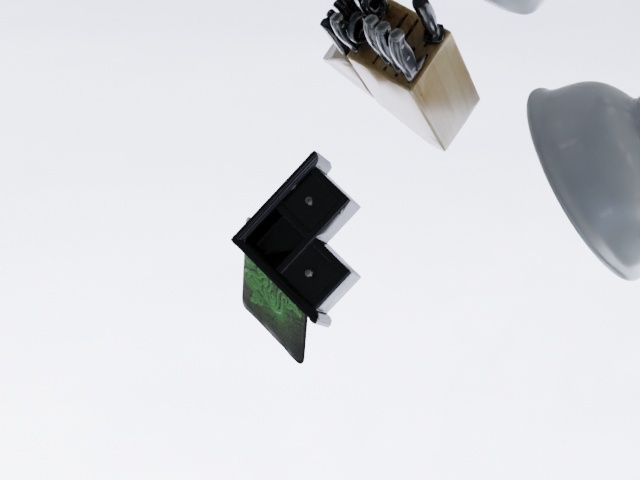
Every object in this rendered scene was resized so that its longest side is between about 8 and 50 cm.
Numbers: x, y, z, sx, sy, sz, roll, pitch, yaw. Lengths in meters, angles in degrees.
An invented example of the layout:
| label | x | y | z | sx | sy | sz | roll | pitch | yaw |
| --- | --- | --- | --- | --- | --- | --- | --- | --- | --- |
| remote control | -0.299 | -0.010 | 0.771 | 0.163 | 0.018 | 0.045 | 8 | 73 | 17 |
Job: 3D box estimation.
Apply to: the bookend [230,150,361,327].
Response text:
| label | x | y | z | sx | sy | sz | roll | pitch | yaw |
| --- | --- | --- | --- | --- | --- | --- | --- | --- | --- |
| bookend | 0.000 | 0.000 | 1.709 | 0.157 | 0.156 | 0.072 | 45 | -175 | 16 |

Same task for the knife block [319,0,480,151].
| label | x | y | z | sx | sy | sz | roll | pitch | yaw |
| --- | --- | --- | --- | --- | --- | --- | --- | --- | --- |
| knife block | 0.115 | -0.208 | 1.599 | 0.276 | 0.088 | 0.242 | 36 | 175 | -22 |

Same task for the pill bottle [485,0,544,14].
| label | x | y | z | sx | sy | sz | roll | pitch | yaw |
| --- | --- | --- | --- | --- | --- | --- | --- | --- | --- |
| pill bottle | 0.278 | -0.438 | 1.473 | 0.210 | 0.363 | 0.210 | 25 | -146 | -19 |

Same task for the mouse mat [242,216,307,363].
| label | x | y | z | sx | sy | sz | roll | pitch | yaw |
| --- | --- | --- | --- | --- | --- | --- | --- | --- | --- |
| mouse mat | -0.065 | 0.069 | 1.909 | 0.007 | 0.152 | 0.190 | -11 | -149 | -27 |

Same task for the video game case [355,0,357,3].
| label | x | y | z | sx | sy | sz | roll | pitch | yaw |
| --- | --- | --- | --- | --- | --- | --- | --- | --- | --- |
| video game case | 0.128 | -0.517 | 2.239 | 0.270 | 0.244 | 0.061 | -9 | -128 | 24 |

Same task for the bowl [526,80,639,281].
| label | x | y | z | sx | sy | sz | roll | pitch | yaw |
| --- | --- | --- | --- | --- | --- | --- | --- | --- | --- |
| bowl | 0.414 | -0.105 | 1.838 | 0.134 | 0.298 | 0.298 | -29 | -165 | 26 |
